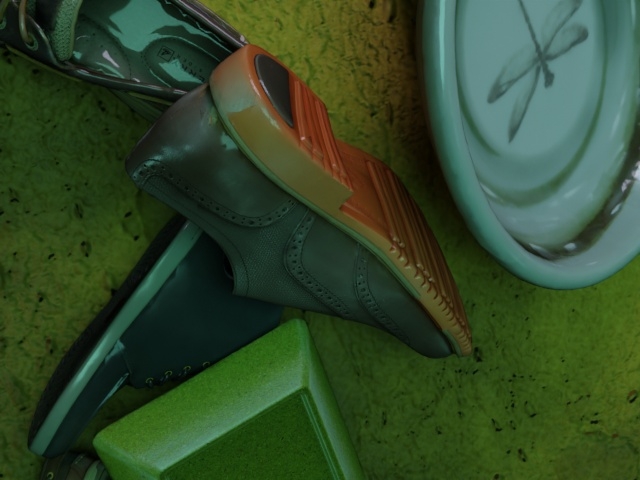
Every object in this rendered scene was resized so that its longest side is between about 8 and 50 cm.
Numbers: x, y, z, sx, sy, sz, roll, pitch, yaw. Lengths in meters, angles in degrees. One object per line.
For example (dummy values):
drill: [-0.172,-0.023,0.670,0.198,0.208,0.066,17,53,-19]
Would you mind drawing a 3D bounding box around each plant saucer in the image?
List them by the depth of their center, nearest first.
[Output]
plant saucer: [-0.056,0.184,0.857,0.188,0.045,0.188,-30,122,-16]
plant saucer: [0.187,-0.163,0.886,0.401,0.101,0.400,-9,103,-45]

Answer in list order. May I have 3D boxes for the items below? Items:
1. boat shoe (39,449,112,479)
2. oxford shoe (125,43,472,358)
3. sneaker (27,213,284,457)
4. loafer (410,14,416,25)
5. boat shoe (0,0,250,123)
boat shoe: [-0.211,0.247,0.837,0.060,0.064,0.177,18,83,12]
oxford shoe: [0.000,0.000,0.844,0.133,0.130,0.364,-31,131,17]
sneaker: [-0.122,0.095,0.843,0.118,0.083,0.222,40,79,-17]
loafer: [0.109,-0.191,0.930,0.061,0.062,0.170,-1,102,20]
boat shoe: [-0.182,-0.178,0.787,0.342,0.123,0.123,31,83,-18]
